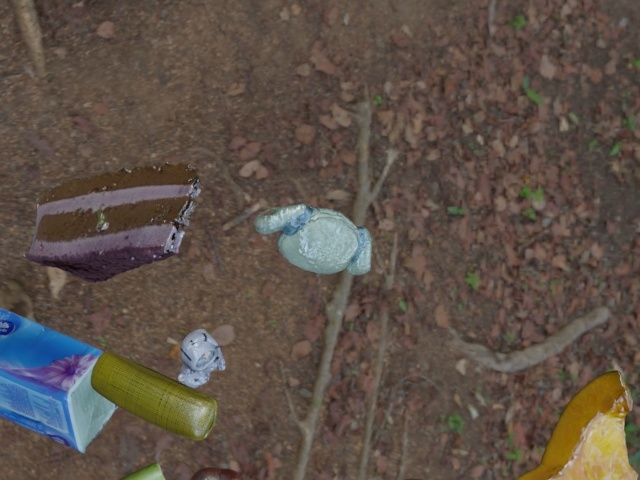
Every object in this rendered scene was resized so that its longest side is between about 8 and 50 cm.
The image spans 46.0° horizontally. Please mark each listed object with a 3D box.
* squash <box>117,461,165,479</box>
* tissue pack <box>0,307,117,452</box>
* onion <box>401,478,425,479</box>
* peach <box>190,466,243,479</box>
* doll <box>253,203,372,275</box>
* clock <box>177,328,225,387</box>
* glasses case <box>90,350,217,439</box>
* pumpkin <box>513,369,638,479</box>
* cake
[{"bbox_3d":[-0.475,0.598,1.725,0.250,0.083,0.083,-26,109,-22],"label":"squash"},{"bbox_3d":[-0.555,0.271,1.489,0.146,0.263,0.198,-58,161,-46],"label":"tissue pack"},{"bbox_3d":[0.146,0.543,1.337,0.246,0.190,0.246,-10,106,-35],"label":"onion"},{"bbox_3d":[-0.276,0.663,1.996,0.152,0.152,0.152,-3,94,-39],"label":"peach"},{"bbox_3d":[0.000,0.000,1.137,0.214,0.071,0.103,23,121,-30],"label":"doll"},{"bbox_3d":[-0.302,0.295,1.832,0.117,0.080,0.176,-41,151,-23],"label":"clock"},{"bbox_3d":[-0.276,0.255,1.231,0.079,0.234,0.064,-70,160,0],"label":"glasses case"},{"bbox_3d":[0.350,0.358,0.983,0.290,0.095,0.258,-42,99,-13],"label":"pumpkin"},{"bbox_3d":[-0.234,-0.016,0.896,0.113,0.295,0.116,29,65,-39],"label":"cake"}]
